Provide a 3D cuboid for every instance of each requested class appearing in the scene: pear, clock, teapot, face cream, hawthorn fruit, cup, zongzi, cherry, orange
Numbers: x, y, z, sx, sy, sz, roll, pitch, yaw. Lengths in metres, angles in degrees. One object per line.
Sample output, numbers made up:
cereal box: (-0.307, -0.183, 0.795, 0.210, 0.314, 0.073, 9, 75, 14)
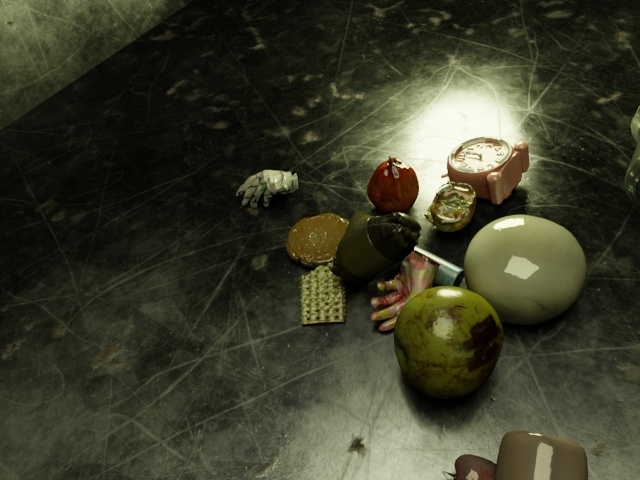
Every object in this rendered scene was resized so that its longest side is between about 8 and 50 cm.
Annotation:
pear: (0.319, 0.249, 1.470, 0.283, 0.283, 0.283, -5, 50, 6)
clock: (0.526, -0.235, 1.930, 0.241, 0.142, 0.227, 22, 56, 37)
teapot: (1.073, -0.247, 1.778, 0.300, 0.253, 0.344, 31, 49, -8)
face cream: (0.307, 0.069, 1.743, 0.229, 0.075, 0.075, 28, 60, 30)
hawthorn fruit: (0.235, -0.170, 1.896, 0.173, 0.179, 0.173, 5, 65, -12)
cup: (0.486, 0.527, 1.242, 0.253, 0.191, 0.200, 23, 66, -19)
zongzi: (0.174, -0.049, 1.731, 0.289, 0.154, 0.317, -35, 32, 39)
cherry: (0.352, 0.534, 1.334, 0.126, 0.087, 0.106, -18, 55, -1)
orange: (0.413, -0.097, 1.841, 0.170, 0.112, 0.160, -25, 58, 20)

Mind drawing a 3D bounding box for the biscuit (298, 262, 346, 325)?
biscuit: (0.005, 0.156, 1.750, 0.144, 0.016, 0.203, -6, 57, 5)

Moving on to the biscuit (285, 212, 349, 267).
biscuit: (0.000, 0.000, 1.879, 0.226, 0.042, 0.226, -4, 51, 5)

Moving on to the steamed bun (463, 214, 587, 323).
steamed bun: (0.556, 0.067, 1.614, 0.324, 0.206, 0.324, -6, 50, 7)

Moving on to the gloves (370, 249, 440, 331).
gloves: (0.240, 0.152, 1.658, 0.145, 0.126, 0.241, 33, 99, 35)

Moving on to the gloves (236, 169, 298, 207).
gloves: (-0.188, -0.189, 2.037, 0.212, 0.111, 0.127, -9, 54, -7)
